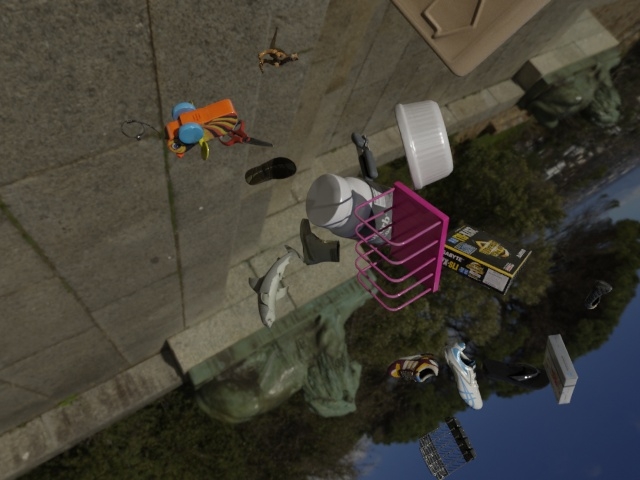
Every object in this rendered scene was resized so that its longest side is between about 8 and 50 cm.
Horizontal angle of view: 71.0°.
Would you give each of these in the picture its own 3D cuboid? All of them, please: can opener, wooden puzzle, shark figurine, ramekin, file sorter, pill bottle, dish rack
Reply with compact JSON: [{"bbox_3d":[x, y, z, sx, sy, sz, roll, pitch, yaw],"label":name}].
[{"bbox_3d":[0.190,-0.389,2.069,0.095,0.283,0.076,19,135,-30],"label":"can opener"},{"bbox_3d":[0.296,-0.565,0.890,0.322,0.348,0.080,-40,-169,34],"label":"wooden puzzle"},{"bbox_3d":[-0.161,0.115,1.398,0.278,0.116,0.166,-68,154,-19],"label":"shark figurine"},{"bbox_3d":[0.317,-0.299,1.371,0.127,0.273,0.273,-15,169,13],"label":"ramekin"},{"bbox_3d":[0.211,0.028,1.272,0.182,0.202,0.290,-27,138,-20],"label":"file sorter"},{"bbox_3d":[0.139,-0.102,1.527,0.363,0.210,0.210,11,139,-41],"label":"pill bottle"},{"bbox_3d":[0.560,0.933,2.012,0.271,0.208,0.074,-14,157,-30],"label":"dish rack"}]

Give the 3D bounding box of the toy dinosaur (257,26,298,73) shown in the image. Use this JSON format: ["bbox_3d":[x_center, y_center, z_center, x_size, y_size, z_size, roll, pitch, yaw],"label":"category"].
[{"bbox_3d":[-0.127,-0.528,1.273,0.112,0.211,0.064,-26,138,-11],"label":"toy dinosaur"}]

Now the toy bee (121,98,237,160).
[{"bbox_3d":[-0.389,-0.320,1.302,0.298,0.195,0.162,3,156,-5],"label":"toy bee"}]

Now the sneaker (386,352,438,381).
[{"bbox_3d":[0.309,0.444,1.527,0.185,0.069,0.084,-25,-152,22],"label":"sneaker"}]

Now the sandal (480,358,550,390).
[{"bbox_3d":[0.726,0.487,1.649,0.097,0.254,0.054,-79,177,-53],"label":"sandal"}]

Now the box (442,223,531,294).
[{"bbox_3d":[0.546,0.050,1.516,0.322,0.257,0.079,-21,130,-53],"label":"box"}]

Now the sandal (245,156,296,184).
[{"bbox_3d":[-0.196,-0.271,1.791,0.219,0.090,0.060,-17,178,19],"label":"sandal"}]

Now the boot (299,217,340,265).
[{"bbox_3d":[0.000,0.000,1.970,0.165,0.213,0.077,-6,-171,20],"label":"boot"}]

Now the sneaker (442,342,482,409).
[{"bbox_3d":[0.480,0.445,1.464,0.086,0.237,0.085,-24,-176,27],"label":"sneaker"}]

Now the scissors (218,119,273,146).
[{"bbox_3d":[-0.251,-0.323,1.470,0.109,0.297,0.021,-43,135,-4],"label":"scissors"}]

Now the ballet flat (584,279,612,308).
[{"bbox_3d":[0.869,0.179,1.408,0.057,0.049,0.173,-48,146,-11],"label":"ballet flat"}]

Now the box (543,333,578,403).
[{"bbox_3d":[0.741,0.401,1.393,0.038,0.145,0.186,-12,137,12],"label":"box"}]
